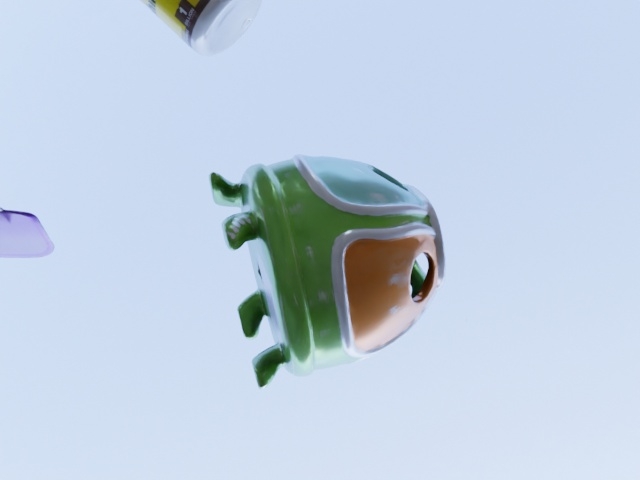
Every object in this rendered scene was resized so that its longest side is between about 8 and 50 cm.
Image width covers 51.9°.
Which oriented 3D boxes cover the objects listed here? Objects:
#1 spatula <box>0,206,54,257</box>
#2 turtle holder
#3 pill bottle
[{"bbox_3d":[-0.334,-0.035,0.625,0.084,0.296,0.031,1,-106,-3],"label":"spatula"},{"bbox_3d":[0.005,0.018,0.775,0.227,0.320,0.244,-13,-90,-9],"label":"turtle holder"},{"bbox_3d":[-0.182,-0.337,0.807,0.215,0.117,0.117,43,-86,4],"label":"pill bottle"}]
